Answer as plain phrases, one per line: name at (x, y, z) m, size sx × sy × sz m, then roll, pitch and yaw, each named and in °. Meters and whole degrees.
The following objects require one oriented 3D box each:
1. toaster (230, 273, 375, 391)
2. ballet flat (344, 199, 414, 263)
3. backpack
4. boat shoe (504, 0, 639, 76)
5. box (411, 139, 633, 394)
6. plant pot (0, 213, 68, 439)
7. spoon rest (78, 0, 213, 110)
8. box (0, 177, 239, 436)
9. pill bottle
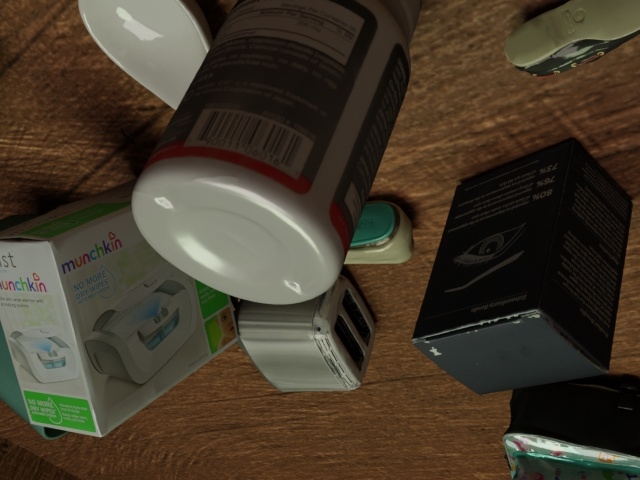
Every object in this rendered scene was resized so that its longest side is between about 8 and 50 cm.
toaster at (-0.020, 0.120, 1.167) m, size 0.147 × 0.129 × 0.227 m, roll -1°, pitch 140°, yaw 26°
ballet flat at (0.000, 0.000, 1.026) m, size 0.249 × 0.086 × 0.086 m, roll 0°, pitch 142°, yaw 30°
backpack at (0.372, 0.317, 1.184) m, size 0.225 × 0.191 × 0.253 m, roll 7°, pitch 150°, yaw 21°
boat shoe at (0.215, -0.169, 0.673) m, size 0.133 × 0.048 × 0.042 m, roll -17°, pitch 160°, yaw 37°
box at (0.198, 0.029, 0.820) m, size 0.108 × 0.207 × 0.153 m, roll 39°, pitch 144°, yaw -25°
plant pot at (-0.395, 0.100, 1.226) m, size 0.235 × 0.293 × 0.293 m, roll 32°, pitch 149°, yaw 7°
spoon rest at (-0.117, -0.165, 0.836) m, size 0.276 × 0.084 × 0.137 m, roll 35°, pitch 146°, yaw -22°
box at (-0.241, 0.064, 1.012) m, size 0.127 × 0.262 × 0.231 m, roll 1°, pitch 108°, yaw 32°
pill bottle at (-0.021, -0.107, 0.675) m, size 0.161 × 0.283 × 0.161 m, roll 15°, pitch 148°, yaw 10°
